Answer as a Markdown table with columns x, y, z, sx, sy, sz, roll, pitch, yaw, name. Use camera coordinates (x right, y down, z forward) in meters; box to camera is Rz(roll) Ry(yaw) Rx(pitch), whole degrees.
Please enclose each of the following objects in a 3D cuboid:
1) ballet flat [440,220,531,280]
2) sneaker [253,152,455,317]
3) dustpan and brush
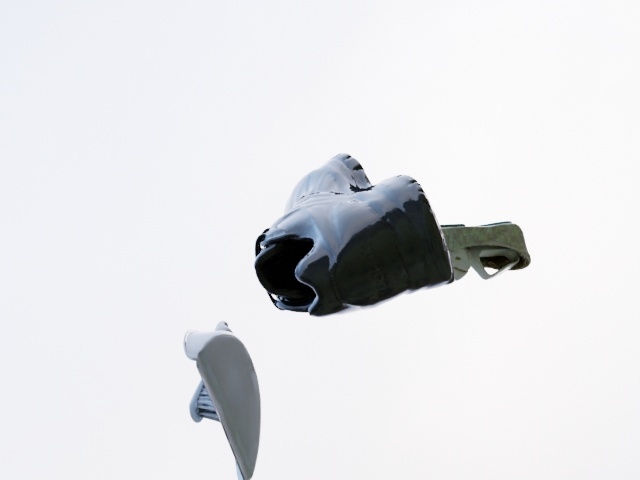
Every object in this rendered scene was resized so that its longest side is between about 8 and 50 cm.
| x | y | z | sx | sy | sz | roll | pitch | yaw | name |
| --- | --- | --- | --- | --- | --- | --- | --- | --- | --- |
| 0.136 | 0.012 | 1.150 | 0.168 | 0.057 | 0.052 | -7 | -116 | -38 | ballet flat |
| 0.000 | 0.000 | 0.995 | 0.130 | 0.286 | 0.109 | -24 | -82 | -12 | sneaker |
| -0.095 | 0.128 | 1.194 | 0.060 | 0.211 | 0.147 | -13 | -67 | 17 | dustpan and brush |
